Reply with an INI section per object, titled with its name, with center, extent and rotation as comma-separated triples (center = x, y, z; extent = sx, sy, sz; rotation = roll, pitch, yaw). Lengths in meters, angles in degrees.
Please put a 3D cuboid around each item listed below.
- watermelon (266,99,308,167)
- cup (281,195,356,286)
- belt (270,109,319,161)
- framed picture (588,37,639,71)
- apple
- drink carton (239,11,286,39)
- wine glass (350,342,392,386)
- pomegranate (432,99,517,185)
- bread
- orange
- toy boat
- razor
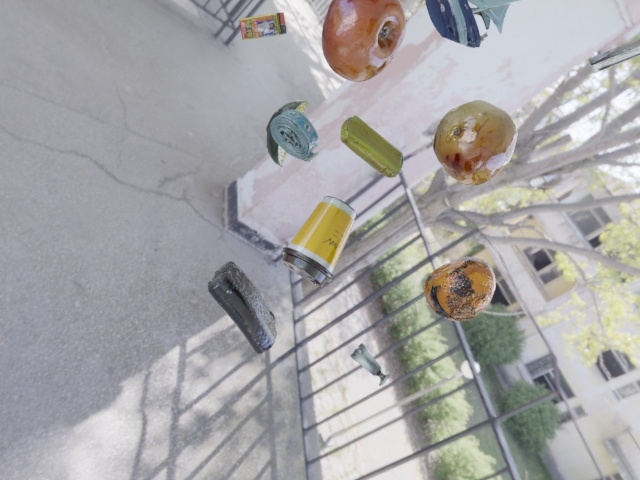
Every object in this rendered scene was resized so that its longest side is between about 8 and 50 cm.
[watermelon]
center = -0.146, -0.462, 1.949
extent = 0.129, 0.302, 0.123
rotation = 20, 3, -43
[cup]
center = 0.000, 0.000, 1.563
extent = 0.196, 0.280, 0.196
rotation = 28, -12, 7
[belt]
center = -0.088, -0.356, 1.574
extent = 0.162, 0.148, 0.082
rotation = 25, 50, 21
[framed picture]
center = 0.797, -0.480, 1.134
extent = 0.189, 0.259, 0.023
rotation = -20, 92, -57
[apple]
center = 0.126, -0.611, 1.372
extent = 0.206, 0.272, 0.252
rotation = 33, -14, 27
[drink carton]
center = -0.198, -0.741, 1.619
extent = 0.056, 0.165, 0.071
rotation = -41, 131, -49
[wine glass]
center = 0.183, 0.449, 1.695
extent = 0.155, 0.072, 0.072
rotation = 44, 23, 14
[pomegranate]
center = 0.568, -0.357, 1.727
extent = 0.319, 0.319, 0.319
rotation = 39, 28, -26
[bread]
center = 0.247, -0.448, 2.286
extent = 0.383, 0.112, 0.166
rotation = 31, 63, -26
[orange]
center = 0.446, 0.151, 1.487
extent = 0.182, 0.234, 0.234
rotation = 53, 25, 6
[toy boat]
center = 0.368, -0.526, 1.031
extent = 0.070, 0.291, 0.211
rotation = 175, -81, -81
[razor]
center = -0.267, 0.237, 1.663
extent = 0.327, 0.107, 0.189
rotation = 60, 17, -22
